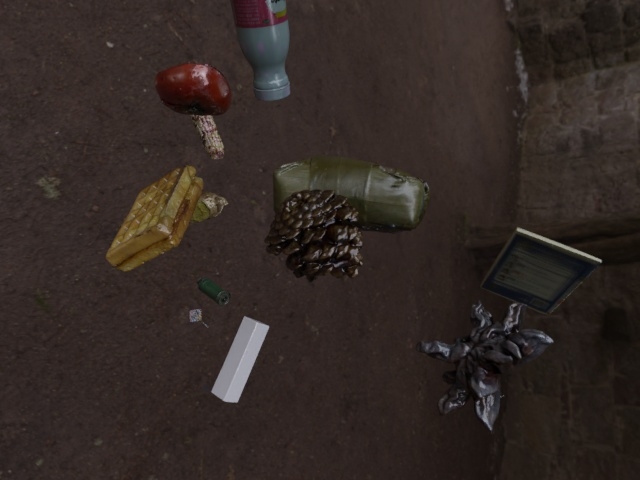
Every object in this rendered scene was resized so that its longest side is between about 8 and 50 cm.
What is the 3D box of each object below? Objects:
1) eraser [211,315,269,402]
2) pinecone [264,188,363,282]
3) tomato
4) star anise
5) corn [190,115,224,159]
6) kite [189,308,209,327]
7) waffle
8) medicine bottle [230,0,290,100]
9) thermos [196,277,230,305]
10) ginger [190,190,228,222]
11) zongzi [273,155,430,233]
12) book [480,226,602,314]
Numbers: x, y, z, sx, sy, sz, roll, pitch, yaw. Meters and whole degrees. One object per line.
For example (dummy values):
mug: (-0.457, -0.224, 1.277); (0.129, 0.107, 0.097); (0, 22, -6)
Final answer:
eraser: (-0.295, 0.438, 1.595); (0.076, 0.078, 0.298); (35, 74, -50)
pinecone: (-0.005, -0.001, 0.869); (0.204, 0.185, 0.179); (69, 28, -44)
tomato: (-0.374, -0.429, 1.293); (0.228, 0.228, 0.101); (12, 74, -54)
star anise: (0.318, 0.225, 0.844); (0.283, 0.212, 0.129); (-41, 111, -5)
corn: (-0.498, -0.481, 1.878); (0.092, 0.092, 0.280); (-6, 69, -55)
kite: (-0.360, 0.234, 1.262); (0.044, 0.002, 0.078); (-28, 111, -32)
waffle: (-0.462, -0.068, 1.227); (0.098, 0.224, 0.327); (49, 24, -33)
medicine bottle: (-0.098, -0.356, 0.739); (0.090, 0.091, 0.216); (-55, 148, -43)
thermos: (-0.519, 0.238, 2.073); (0.073, 0.188, 0.083); (-61, 152, 0)
ginger: (-0.559, -0.164, 1.967); (0.221, 0.276, 0.130); (-86, 169, -69)
zongzi: (0.099, -0.122, 1.123); (0.393, 0.357, 0.174); (-30, 127, -75)
book: (0.630, 0.101, 1.273); (0.018, 0.229, 0.322); (-57, 163, -31)
